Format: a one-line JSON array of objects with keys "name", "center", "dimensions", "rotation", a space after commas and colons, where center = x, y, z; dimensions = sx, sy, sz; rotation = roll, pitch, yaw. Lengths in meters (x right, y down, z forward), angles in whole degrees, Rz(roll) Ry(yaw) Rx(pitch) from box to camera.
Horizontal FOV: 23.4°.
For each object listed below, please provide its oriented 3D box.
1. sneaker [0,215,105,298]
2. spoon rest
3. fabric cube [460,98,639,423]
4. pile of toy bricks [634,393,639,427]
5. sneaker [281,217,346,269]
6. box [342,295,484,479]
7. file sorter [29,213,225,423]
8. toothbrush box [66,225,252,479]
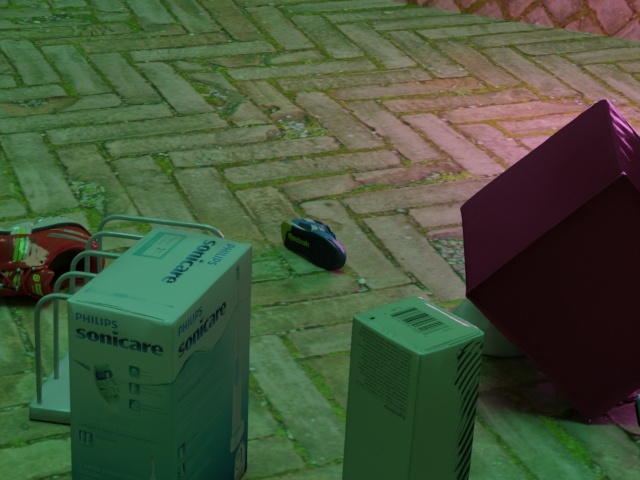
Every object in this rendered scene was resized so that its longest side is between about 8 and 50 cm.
[{"name": "sneaker", "center": [-0.425, 0.038, 2.167], "dimensions": [0.279, 0.107, 0.118], "rotation": [-19, 43, -35]}, {"name": "spoon rest", "center": [0.262, 0.079, 2.207], "dimensions": [0.137, 0.084, 0.276], "rotation": [7, 38, 10]}, {"name": "fabric cube", "center": [0.354, 0.023, 1.987], "dimensions": [0.254, 0.259, 0.258], "rotation": [-38, 18, 18]}, {"name": "pile of toy bricks", "center": [0.438, 0.202, 1.799], "dimensions": [0.118, 0.105, 0.212], "rotation": [-3, 55, -1]}, {"name": "sneaker", "center": [0.000, 0.000, 2.358], "dimensions": [0.059, 0.053, 0.144], "rotation": [-12, 29, -35]}, {"name": "box", "center": [0.093, 0.208, 1.634], "dimensions": [0.094, 0.275, 0.113], "rotation": [-16, 31, -36]}, {"name": "file sorter", "center": [-0.234, 0.097, 1.967], "dimensions": [0.192, 0.173, 0.278], "rotation": [7, 24, 7]}, {"name": "toothbrush box", "center": [-0.170, 0.163, 1.679], "dimensions": [0.126, 0.296, 0.216], "rotation": [11, 26, 17]}]
